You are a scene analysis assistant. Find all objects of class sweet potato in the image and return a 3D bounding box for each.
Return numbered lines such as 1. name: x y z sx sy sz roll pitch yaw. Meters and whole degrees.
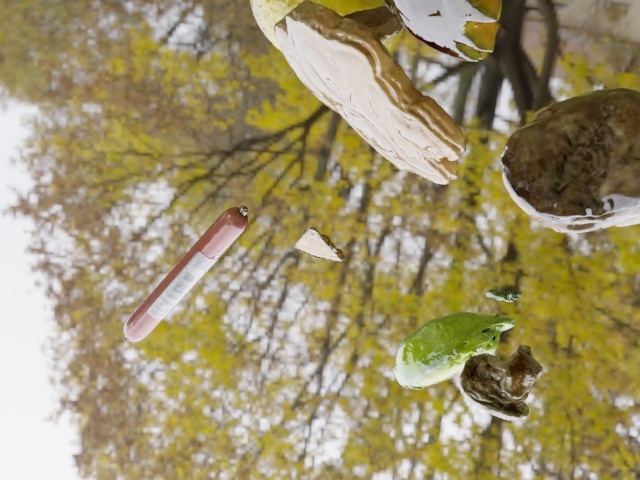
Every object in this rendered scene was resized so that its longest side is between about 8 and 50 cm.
1. sweet potato: 0.081 -0.320 1.666 0.206 0.060 0.068 -24 -133 -14

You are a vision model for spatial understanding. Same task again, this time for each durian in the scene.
1. durian: 0.224 0.192 1.994 0.139 0.250 0.101 -2 -121 -46

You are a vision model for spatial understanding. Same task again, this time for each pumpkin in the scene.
1. pumpkin: 0.108 -0.262 1.199 0.149 0.130 0.254 7 180 -3

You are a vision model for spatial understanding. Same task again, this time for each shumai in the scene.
1. shumai: 0.298 0.220 1.804 0.146 0.116 0.145 30 -166 -8

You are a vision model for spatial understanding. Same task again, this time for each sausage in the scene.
1. sausage: -0.143 0.038 1.163 0.029 0.223 0.029 33 -151 -21

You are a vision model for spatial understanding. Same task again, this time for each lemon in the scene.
1. lemon: 0.013 -0.397 1.832 0.263 0.236 0.236 13 -160 7

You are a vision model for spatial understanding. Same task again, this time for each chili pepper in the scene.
1. chili pepper: 0.301 0.090 1.845 0.027 0.022 0.083 8 177 -28

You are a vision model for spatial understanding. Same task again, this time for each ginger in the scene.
1. ginger: 0.404 -0.115 1.638 0.269 0.200 0.223 -16 166 11

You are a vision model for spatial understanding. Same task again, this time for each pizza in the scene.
1. pizza: 0.000 0.000 1.720 0.083 0.078 0.025 18 -123 15

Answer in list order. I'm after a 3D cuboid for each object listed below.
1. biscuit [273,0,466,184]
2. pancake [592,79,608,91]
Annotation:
1. biscuit: 0.057 -0.179 1.405 0.051 0.269 0.376 -44 -141 -7
2. pancake: 0.506 -0.237 2.003 0.017 0.108 0.108 -12 -159 -1
